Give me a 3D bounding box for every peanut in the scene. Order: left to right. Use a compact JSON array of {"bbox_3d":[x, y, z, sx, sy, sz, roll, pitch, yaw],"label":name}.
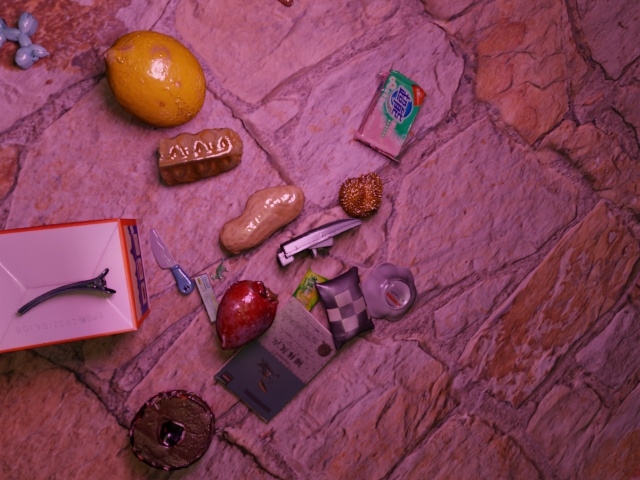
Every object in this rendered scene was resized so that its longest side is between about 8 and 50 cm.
[{"bbox_3d":[-0.197,-0.082,1.340,0.319,0.147,0.147,-36,100,-4],"label":"peanut"}]

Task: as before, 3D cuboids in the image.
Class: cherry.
[{"bbox_3d":[-0.248,0.242,1.307,0.175,0.192,0.249,27,79,16],"label":"cherry"}]

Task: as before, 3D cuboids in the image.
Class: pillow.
[{"bbox_3d":[0.089,0.235,1.426,0.186,0.106,0.249,-20,97,-29],"label":"pillow"}]

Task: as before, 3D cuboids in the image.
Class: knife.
[{"bbox_3d":[-0.498,0.072,1.328,0.058,0.032,0.244,-34,95,-1],"label":"knife"}]

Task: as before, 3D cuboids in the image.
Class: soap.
[{"bbox_3d":[0.250,-0.439,1.444,0.218,0.098,0.273,26,89,-19],"label":"soap"}]

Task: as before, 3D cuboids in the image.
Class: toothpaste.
[{"bbox_3d":[-0.371,0.191,1.356,0.046,0.034,0.164,-21,97,-11],"label":"toothpaste"}]

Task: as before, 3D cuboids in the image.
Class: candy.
[{"bbox_3d":[-0.045,0.191,1.433,0.102,0.032,0.178,34,85,-13],"label":"candy"}]

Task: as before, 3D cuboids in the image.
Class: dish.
[{"bbox_3d":[0.267,0.193,1.481,0.230,0.081,0.229,-1,93,-13],"label":"dish"}]

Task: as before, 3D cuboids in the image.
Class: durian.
[{"bbox_3d":[0.139,-0.156,1.417,0.158,0.137,0.167,3,106,6],"label":"durian"}]

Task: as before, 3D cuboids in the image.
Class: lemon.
[{"bbox_3d":[-0.476,-0.465,1.176,0.258,0.310,0.257,-3,82,24],"label":"lemon"}]

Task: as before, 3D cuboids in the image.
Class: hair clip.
[{"bbox_3d":[-0.649,0.134,1.033,0.230,0.039,0.070,-16,96,-8],"label":"hair clip"}]

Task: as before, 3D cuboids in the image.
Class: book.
[{"bbox_3d":[-0.140,0.413,1.407,0.379,0.031,0.264,-45,101,-3],"label":"book"}]

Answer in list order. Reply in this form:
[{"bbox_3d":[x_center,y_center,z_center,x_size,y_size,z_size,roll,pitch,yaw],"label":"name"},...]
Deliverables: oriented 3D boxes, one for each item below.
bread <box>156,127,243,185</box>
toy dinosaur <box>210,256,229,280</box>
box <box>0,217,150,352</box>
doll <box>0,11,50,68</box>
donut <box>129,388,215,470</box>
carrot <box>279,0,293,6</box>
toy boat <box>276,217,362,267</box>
[{"bbox_3d":[-0.377,-0.274,1.290,0.268,0.129,0.152,-15,132,-12],"label":"bread"},{"bbox_3d":[-0.344,0.098,1.367,0.063,0.021,0.083,-14,97,1],"label":"toy dinosaur"},{"bbox_3d":[-0.706,0.107,1.162,0.349,0.257,0.318,-9,96,-14],"label":"box"},{"bbox_3d":[-0.885,-0.588,1.192,0.160,0.059,0.158,2,90,-15],"label":"doll"},{"bbox_3d":[-0.476,0.608,1.316,0.270,0.103,0.269,0,90,-12],"label":"donut"},{"bbox_3d":[-0.164,-0.842,1.362,0.165,0.036,0.035,29,86,-10],"label":"carrot"},{"bbox_3d":[0.000,0.000,1.380,0.320,0.141,0.092,-25,86,-11],"label":"toy boat"}]
